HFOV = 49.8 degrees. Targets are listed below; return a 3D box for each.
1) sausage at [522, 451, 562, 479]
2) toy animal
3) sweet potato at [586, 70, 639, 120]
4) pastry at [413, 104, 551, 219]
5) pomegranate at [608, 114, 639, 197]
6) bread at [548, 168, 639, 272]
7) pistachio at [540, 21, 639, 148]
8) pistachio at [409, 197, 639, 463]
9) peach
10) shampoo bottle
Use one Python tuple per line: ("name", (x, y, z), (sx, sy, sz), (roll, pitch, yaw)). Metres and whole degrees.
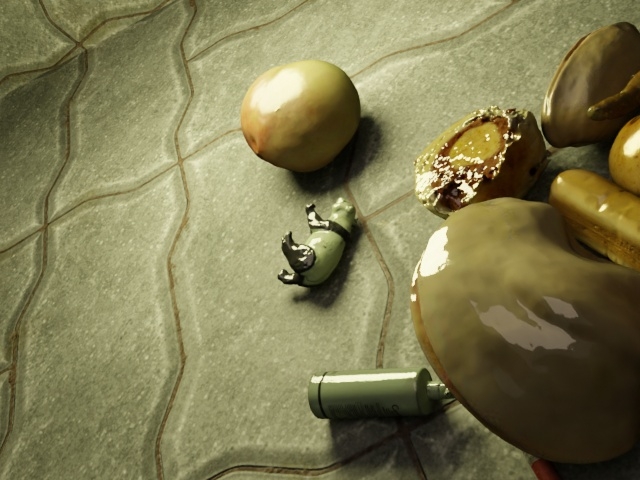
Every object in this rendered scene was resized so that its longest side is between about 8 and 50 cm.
("sausage", (0.317, 0.300, 1.079), (0.034, 0.034, 0.253), (-31, 46, 8))
("toy animal", (0.000, 0.000, 1.482), (0.121, 0.093, 0.225), (16, 56, 29))
("sweet potato", (0.637, -0.272, 1.215), (0.346, 0.079, 0.108), (-5, 66, 0))
("pastry", (0.316, -0.132, 1.343), (0.256, 0.170, 0.237), (-51, 24, 0))
("pomegranate", (0.590, -0.128, 1.158), (0.196, 0.196, 0.196), (-17, 48, 20))
("bread", (0.510, -0.019, 1.138), (0.091, 0.142, 0.305), (-28, 42, -15))
("pistachio", (0.523, -0.290, 1.320), (0.293, 0.181, 0.162), (-52, 21, -12))
("pistachio", (0.327, 0.121, 1.039), (0.366, 0.281, 0.445), (-9, 51, -12))
("peach", (-0.053, -0.301, 1.644), (0.292, 0.247, 0.292), (-6, 38, 4))
("shampoo bottle", (0.109, 0.265, 1.201), (0.263, 0.085, 0.085), (-9, 51, 27))
